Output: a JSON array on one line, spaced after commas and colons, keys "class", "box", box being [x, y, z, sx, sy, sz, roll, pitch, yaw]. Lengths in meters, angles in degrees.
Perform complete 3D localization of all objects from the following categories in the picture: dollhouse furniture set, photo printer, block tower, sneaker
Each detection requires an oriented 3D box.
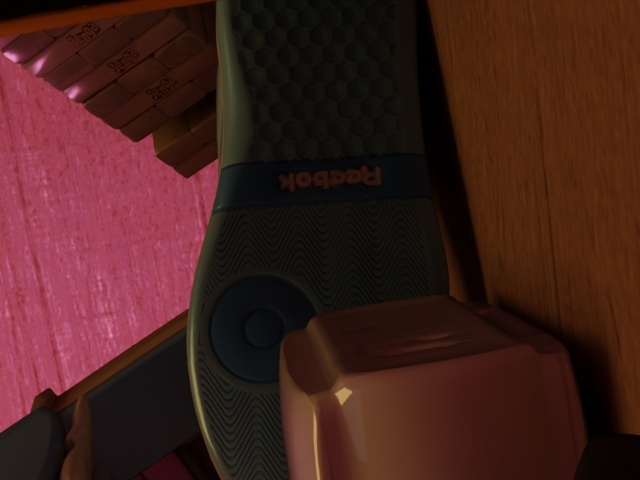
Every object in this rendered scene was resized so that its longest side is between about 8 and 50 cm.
[{"class": "dollhouse furniture set", "box": [-0.023, 0.174, 0.990, 0.286, 0.198, 0.303, 55, -173, -15]}, {"class": "photo printer", "box": [0.056, 0.183, 0.711, 0.256, 0.107, 0.308, -131, 32, -85]}, {"class": "block tower", "box": [-0.144, -0.153, 1.048, 0.335, 0.091, 0.097, 36, -150, -43]}, {"class": "sneaker", "box": [0.000, 0.000, 0.956, 0.208, 0.127, 0.319, 92, -178, -74]}]

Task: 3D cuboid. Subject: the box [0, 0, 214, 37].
[{"class": "box", "box": [-0.092, -0.250, 0.727, 0.079, 0.257, 0.322, -104, 6, -57]}]

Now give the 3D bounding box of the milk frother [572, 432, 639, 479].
[{"class": "milk frother", "box": [0.040, 0.124, 0.484, 0.135, 0.143, 0.129, 80, -175, -45]}]
